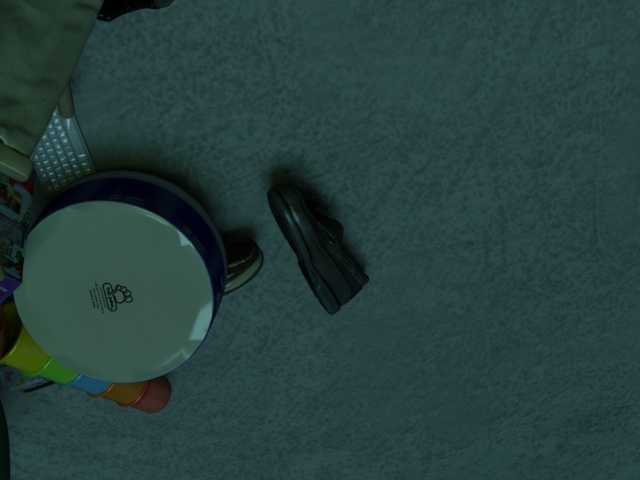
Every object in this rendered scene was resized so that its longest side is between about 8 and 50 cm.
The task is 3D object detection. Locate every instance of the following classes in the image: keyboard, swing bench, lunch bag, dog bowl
[{"bbox_3d":[-0.343,-0.157,1.307,0.072,0.014,0.256,-10,136,1],"label":"keyboard"},{"bbox_3d":[-0.345,-0.138,1.088,0.165,0.253,0.255,23,146,-11],"label":"swing bench"},{"bbox_3d":[-0.435,0.201,1.614,0.071,0.053,0.083,-19,173,11],"label":"lunch bag"},{"bbox_3d":[-0.259,0.049,1.381,0.264,0.104,0.265,1,114,3],"label":"dog bowl"}]

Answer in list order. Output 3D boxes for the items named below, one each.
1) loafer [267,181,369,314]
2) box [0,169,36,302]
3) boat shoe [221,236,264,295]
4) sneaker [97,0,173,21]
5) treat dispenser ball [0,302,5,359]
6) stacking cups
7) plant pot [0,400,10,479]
[{"bbox_3d":[0.000,0.000,1.483,0.084,0.096,0.267,-31,142,-6],"label":"loafer"},{"bbox_3d":[-0.475,-0.071,1.238,0.057,0.201,0.293,-36,129,27],"label":"box"},{"bbox_3d":[-0.211,0.036,1.468,0.257,0.095,0.095,-16,129,7],"label":"boat shoe"},{"bbox_3d":[-0.159,-0.301,1.130,0.234,0.106,0.078,-25,134,15],"label":"sneaker"},{"bbox_3d":[-0.550,0.115,1.349,0.288,0.288,0.288,-5,135,-5],"label":"treat dispenser ball"},{"bbox_3d":[-0.351,0.193,1.576,0.096,0.096,0.316,-32,138,21],"label":"stacking cups"},{"bbox_3d":[-0.595,0.298,1.561,0.293,0.235,0.293,-4,135,-4],"label":"plant pot"}]
